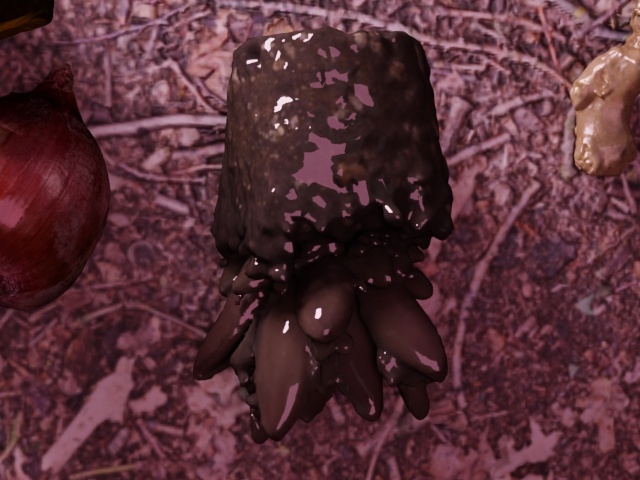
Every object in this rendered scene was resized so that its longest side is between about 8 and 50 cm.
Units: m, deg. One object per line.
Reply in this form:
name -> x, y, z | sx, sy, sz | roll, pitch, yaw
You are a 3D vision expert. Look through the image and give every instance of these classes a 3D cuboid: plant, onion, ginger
plant -> 0.000, 0.000, 1.057 | 0.194, 0.181, 0.320 | -2, 89, -15
onion -> -0.224, -0.047, 1.010 | 0.159, 0.159, 0.194 | 30, 65, -15
ginger -> 0.306, -0.166, 1.188 | 0.149, 0.065, 0.258 | 20, 86, -18

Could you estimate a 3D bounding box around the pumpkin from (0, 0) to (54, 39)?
pumpkin -> -0.325, -0.176, 0.947 | 0.281, 0.190, 0.139 | -24, 100, -12
